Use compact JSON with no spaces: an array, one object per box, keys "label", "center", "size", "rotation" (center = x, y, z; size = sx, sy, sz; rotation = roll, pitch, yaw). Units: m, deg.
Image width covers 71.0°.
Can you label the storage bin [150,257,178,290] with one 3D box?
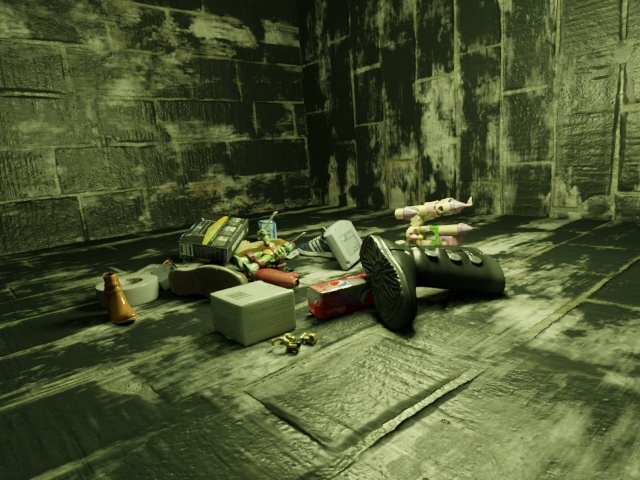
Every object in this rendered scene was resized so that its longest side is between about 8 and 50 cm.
[{"label":"storage bin","center":[-0.624,0.140,1.820],"size":[0.091,0.098,0.135],"rotation":[-34,38,-25]}]

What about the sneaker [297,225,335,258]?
[{"label":"sneaker","center":[0.000,0.000,2.203],"size":[0.283,0.153,0.099],"rotation":[5,14,40]}]

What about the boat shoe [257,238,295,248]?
[{"label":"boat shoe","center":[-0.239,0.031,2.345],"size":[0.207,0.073,0.073],"rotation":[-3,9,7]}]

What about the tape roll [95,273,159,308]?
[{"label":"tape roll","center":[-0.729,0.190,1.706],"size":[0.220,0.072,0.219],"rotation":[-5,11,1]}]

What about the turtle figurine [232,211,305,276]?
[{"label":"turtle figurine","center":[-0.243,0.023,1.971],"size":[0.266,0.197,0.274],"rotation":[-30,-19,-28]}]

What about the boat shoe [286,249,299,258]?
[{"label":"boat shoe","center":[-0.148,0.072,2.220],"size":[0.035,0.035,0.100],"rotation":[-30,-1,35]}]

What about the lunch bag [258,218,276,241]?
[{"label":"lunch bag","center":[-0.304,-0.052,2.652],"size":[0.097,0.128,0.151],"rotation":[-12,15,-32]}]

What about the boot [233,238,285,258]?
[{"label":"boot","center":[-0.324,0.040,2.265],"size":[0.262,0.095,0.204],"rotation":[-20,17,-23]}]

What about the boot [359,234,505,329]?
[{"label":"boot","center":[0.379,0.134,1.407],"size":[0.446,0.146,0.366],"rotation":[10,38,-20]}]

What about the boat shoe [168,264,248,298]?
[{"label":"boat shoe","center":[-0.410,0.141,1.692],"size":[0.356,0.132,0.130],"rotation":[3,13,28]}]

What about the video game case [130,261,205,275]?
[{"label":"video game case","center":[-0.692,0.146,2.017],"size":[0.275,0.035,0.248],"rotation":[-3,11,6]}]

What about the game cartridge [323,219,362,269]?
[{"label":"game cartridge","center":[0.111,0.008,2.021],"size":[0.060,0.195,0.294],"rotation":[-26,2,23]}]

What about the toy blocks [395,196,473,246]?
[{"label":"toy blocks","center":[0.475,-0.019,1.768],"size":[0.260,0.288,0.309],"rotation":[-1,7,45]}]

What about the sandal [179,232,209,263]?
[{"label":"sandal","center":[-0.651,0.043,2.279],"size":[0.126,0.138,0.318],"rotation":[-9,14,-33]}]

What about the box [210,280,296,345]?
[{"label":"box","center":[-0.196,0.205,1.306],"size":[0.182,0.118,0.181],"rotation":[-12,13,-39]}]

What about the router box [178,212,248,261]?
[{"label":"router box","center":[-0.516,-0.021,2.204],"size":[0.243,0.080,0.308],"rotation":[8,31,8]}]

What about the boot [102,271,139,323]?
[{"label":"boot","center":[-0.671,0.187,1.483],"size":[0.197,0.152,0.073],"rotation":[6,15,43]}]

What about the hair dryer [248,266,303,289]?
[{"label":"hair dryer","center":[-0.154,0.134,1.761],"size":[0.224,0.079,0.293],"rotation":[-7,12,-18]}]

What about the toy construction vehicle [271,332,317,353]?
[{"label":"toy construction vehicle","center":[-0.069,0.262,1.184],"size":[0.099,0.034,0.086],"rotation":[1,12,25]}]

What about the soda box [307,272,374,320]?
[{"label":"soda box","center":[0.090,0.172,1.436],"size":[0.264,0.092,0.084],"rotation":[-10,15,-31]}]
